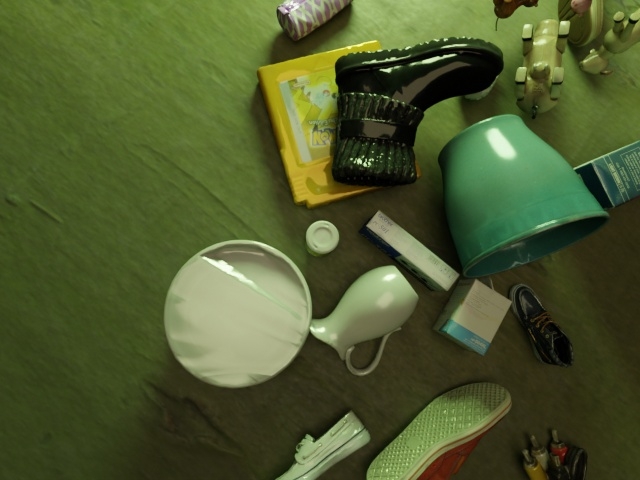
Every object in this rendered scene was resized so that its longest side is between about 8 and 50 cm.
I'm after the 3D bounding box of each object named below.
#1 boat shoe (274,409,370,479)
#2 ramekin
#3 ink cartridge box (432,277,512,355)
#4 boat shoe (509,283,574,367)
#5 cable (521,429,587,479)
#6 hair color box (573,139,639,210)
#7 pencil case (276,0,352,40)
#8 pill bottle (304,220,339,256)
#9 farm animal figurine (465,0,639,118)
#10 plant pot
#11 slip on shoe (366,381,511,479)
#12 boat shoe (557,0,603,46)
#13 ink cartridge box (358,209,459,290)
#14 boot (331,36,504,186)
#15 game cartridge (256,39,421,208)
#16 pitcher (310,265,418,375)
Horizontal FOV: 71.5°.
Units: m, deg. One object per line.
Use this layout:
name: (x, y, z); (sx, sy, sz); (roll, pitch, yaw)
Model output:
boat shoe: (-0.013, 0.420, 0.880); (0.226, 0.083, 0.075); (-27, 74, -18)
ramekin: (-0.154, 0.138, 0.870); (0.273, 0.127, 0.272); (0, 83, -4)
ink cartridge box: (0.316, 0.148, 0.922); (0.090, 0.092, 0.143); (32, 82, 0)
boat shoe: (0.468, 0.175, 0.934); (0.065, 0.083, 0.183); (-23, 85, -7)
cable: (0.499, 0.537, 0.923); (0.140, 0.072, 0.287); (-15, 97, -23)
hair color box: (0.687, -0.162, 0.946); (0.347, 0.174, 0.105); (-23, 86, -6)
pencil case: (-0.001, -0.531, 0.983); (0.206, 0.088, 0.086); (-42, 86, -7)
pill bottle: (0.000, 0.000, 0.903); (0.065, 0.116, 0.065); (0, 84, -4)
farm animal figurine: (0.511, -0.412, 0.956); (0.330, 0.172, 0.326); (27, 92, 26)
plant pot: (0.367, -0.095, 0.883); (0.272, 0.271, 0.255); (-15, 70, -6)
slip on shoe: (0.244, 0.404, 0.884); (0.331, 0.123, 0.101); (-37, 110, -8)
boat shoe: (0.620, -0.598, 1.031); (0.098, 0.109, 0.302); (-2, 79, -6)
ink cartridge box: (0.179, 0.025, 0.924); (0.207, 0.097, 0.046); (39, 82, 0)
boot: (0.191, -0.240, 0.886); (0.348, 0.131, 0.260); (-4, 79, 10)
game cartridge: (0.040, -0.252, 0.971); (0.286, 0.052, 0.323); (-16, 84, -6)
pitcher: (0.104, 0.164, 0.901); (0.207, 0.125, 0.177); (-38, 108, 3)
